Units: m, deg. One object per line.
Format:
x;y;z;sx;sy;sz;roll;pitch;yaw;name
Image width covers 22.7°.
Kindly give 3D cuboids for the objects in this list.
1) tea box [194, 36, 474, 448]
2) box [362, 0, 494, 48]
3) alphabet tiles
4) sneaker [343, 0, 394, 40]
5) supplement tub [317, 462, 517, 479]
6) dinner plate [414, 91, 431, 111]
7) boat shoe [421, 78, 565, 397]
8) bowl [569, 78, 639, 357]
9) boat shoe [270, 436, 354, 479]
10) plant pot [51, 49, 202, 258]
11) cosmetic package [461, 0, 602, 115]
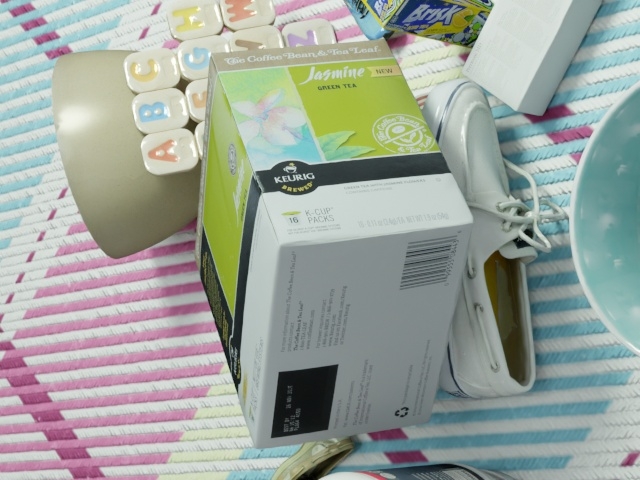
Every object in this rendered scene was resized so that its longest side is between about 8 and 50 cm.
0.000;0.000;1.798;0.329;0.220;0.323;99;158;-44;tea box
0.130;-0.272;1.856;0.059;0.169;0.054;-52;55;28;box
-0.102;-0.186;2.032;0.021;0.278;0.284;106;152;-72;alphabet tiles
0.041;-0.310;2.009;0.063;0.073;0.162;-47;58;30;sneaker
0.107;0.345;1.768;0.191;0.272;0.191;-4;84;43;supplement tub
0.135;-0.110;1.946;0.141;0.017;0.141;-4;83;43;dinner plate
0.201;-0.003;1.799;0.156;0.136;0.367;-2;89;43;boat shoe
0.420;-0.020;1.574;0.311;0.163;0.312;-4;84;44;bowl
-0.013;0.295;2.035;0.153;0.056;0.048;-50;52;20;boat shoe
-0.218;-0.133;2.140;0.191;0.284;0.284;-13;76;8;plant pot
0.259;-0.270;1.810;0.099;0.060;0.239;41;114;34;cosmetic package
